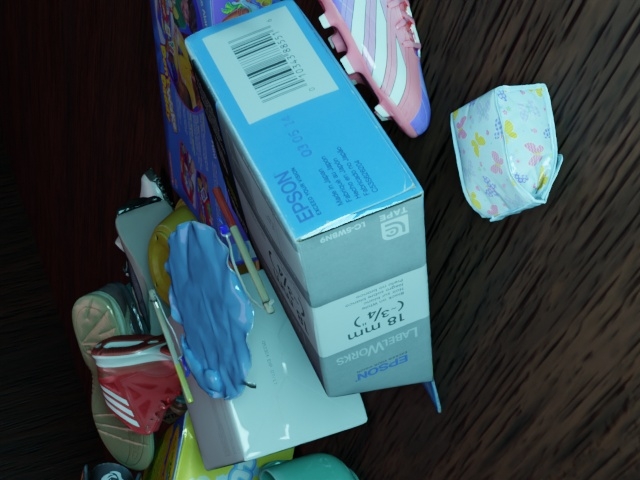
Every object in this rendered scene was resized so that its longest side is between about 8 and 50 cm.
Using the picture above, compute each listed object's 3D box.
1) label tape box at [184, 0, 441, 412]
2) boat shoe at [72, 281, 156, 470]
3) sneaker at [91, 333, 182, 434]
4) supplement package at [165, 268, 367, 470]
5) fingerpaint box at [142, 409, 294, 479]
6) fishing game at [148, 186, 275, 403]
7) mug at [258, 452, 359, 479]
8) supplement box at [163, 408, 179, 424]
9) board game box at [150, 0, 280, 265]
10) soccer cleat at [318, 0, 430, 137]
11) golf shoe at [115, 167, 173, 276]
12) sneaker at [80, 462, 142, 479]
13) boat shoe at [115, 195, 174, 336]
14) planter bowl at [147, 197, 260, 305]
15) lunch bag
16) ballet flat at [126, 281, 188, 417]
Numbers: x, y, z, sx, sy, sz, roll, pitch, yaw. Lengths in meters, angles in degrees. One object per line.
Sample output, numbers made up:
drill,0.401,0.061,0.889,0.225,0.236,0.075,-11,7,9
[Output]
label tape box,0.000,0.000,0.993,0.333,0.106,0.240,79,165,-52
boat shoe,-0.277,0.194,1.652,0.103,0.092,0.285,0,113,30
sneaker,-0.192,0.192,1.548,0.087,0.221,0.128,-54,-39,-63
supplement package,-0.069,0.147,1.317,0.203,0.149,0.194,140,114,-68
fingerpaint box,-0.185,0.492,1.585,0.371,0.163,0.444,131,152,-66
fishing game,-0.105,0.069,1.153,0.189,0.041,0.264,65,148,20
mug,-0.007,0.302,1.337,0.129,0.097,0.157,105,146,-54
supplement box,-0.264,0.266,2.002,0.083,0.056,0.083,55,-169,-67
board game box,-0.119,-0.178,1.334,0.233,0.078,0.347,-133,34,-52
soccer cleat,0.036,-0.203,0.924,0.248,0.095,0.083,60,-177,1
golf shoe,-0.286,-0.020,1.859,0.077,0.094,0.198,-131,35,-53
sneaker,-0.313,0.395,1.594,0.321,0.125,0.180,136,147,-69
boat shoe,-0.207,0.101,1.731,0.158,0.127,0.340,84,165,-58
planter bowl,-0.172,0.029,1.541,0.217,0.090,0.217,28,124,53
lunch bag,0.131,-0.059,0.799,0.071,0.053,0.083,152,112,-67
ballet flat,-0.240,0.196,1.897,0.342,0.116,0.124,46,164,47
